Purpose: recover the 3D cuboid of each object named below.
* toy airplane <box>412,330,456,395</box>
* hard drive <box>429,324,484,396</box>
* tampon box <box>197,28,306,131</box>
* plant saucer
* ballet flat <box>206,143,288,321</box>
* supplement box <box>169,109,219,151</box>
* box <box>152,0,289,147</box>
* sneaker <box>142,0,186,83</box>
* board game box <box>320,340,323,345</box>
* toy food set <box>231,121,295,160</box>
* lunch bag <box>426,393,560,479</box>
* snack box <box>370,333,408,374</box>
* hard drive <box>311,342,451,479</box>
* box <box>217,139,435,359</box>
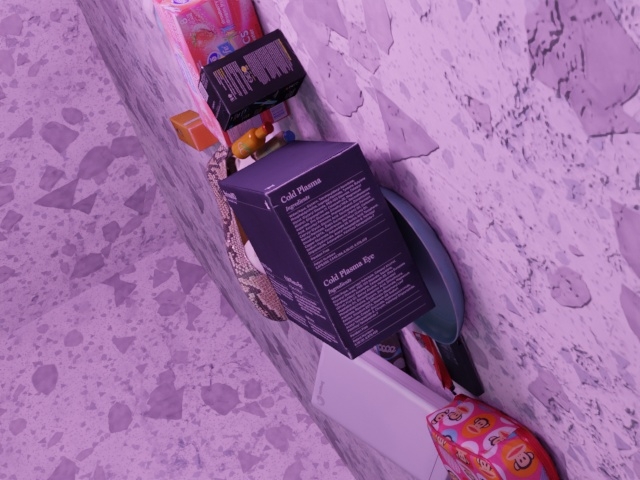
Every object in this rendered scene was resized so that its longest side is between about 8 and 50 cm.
[{"bbox_3d":[0.226,0.234,1.715,0.151,0.028,0.151,60,-175,-8],"label":"toy airplane"},{"bbox_3d":[0.248,0.215,1.626,0.135,0.022,0.094,65,165,-22],"label":"hard drive"},{"bbox_3d":[-0.126,-0.290,1.611,0.101,0.161,0.120,59,165,2],"label":"tampon box"},{"bbox_3d":[0.156,0.033,1.535,0.317,0.043,0.317,54,166,20],"label":"plant saucer"},{"bbox_3d":[-0.156,-0.047,2.143,0.182,0.164,0.483,-54,51,53],"label":"ballet flat"},{"bbox_3d":[-0.368,-0.324,2.583,0.233,0.080,0.078,30,147,61],"label":"supplement box"},{"bbox_3d":[-0.193,-0.355,1.729,0.142,0.154,0.300,44,160,48],"label":"box"},{"bbox_3d":[-0.259,-0.431,1.899,0.150,0.135,0.366,45,170,24],"label":"sneaker"},{"bbox_3d":[0.054,0.274,2.148,0.390,0.050,0.390,-136,22,-73],"label":"board game box"},{"bbox_3d":[-0.057,-0.131,1.747,0.104,0.111,0.232,-32,96,43],"label":"toy food set"},{"bbox_3d":[0.324,0.431,1.601,0.258,0.120,0.293,63,165,-18],"label":"lunch bag"},{"bbox_3d":[0.129,0.253,2.047,0.187,0.060,0.322,49,163,45],"label":"snack box"},{"bbox_3d":[0.142,0.363,1.886,0.353,0.047,0.233,32,134,24],"label":"hard drive"},{"bbox_3d":[0.000,0.000,1.554,0.312,0.179,0.343,63,166,-16],"label":"box"}]
